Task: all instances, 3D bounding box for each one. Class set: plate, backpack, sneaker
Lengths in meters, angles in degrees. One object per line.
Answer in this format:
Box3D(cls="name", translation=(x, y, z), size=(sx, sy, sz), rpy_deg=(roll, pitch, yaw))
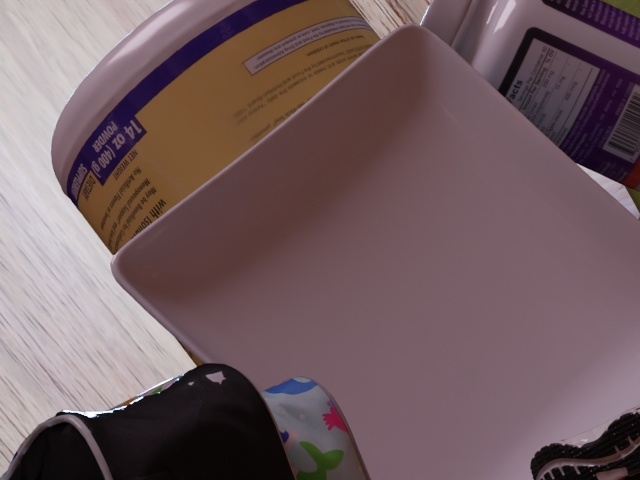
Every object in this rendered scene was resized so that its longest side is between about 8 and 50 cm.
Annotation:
Box3D(cls="plate", translation=(0.061, 0.037, 1.176), size=(0.278, 0.277, 0.045), rpy_deg=(-41, -12, -28))
Box3D(cls="backpack", translation=(-0.072, 0.192, 0.952), size=(0.191, 0.225, 0.253), rpy_deg=(-13, -19, -39))
Box3D(cls="sneaker", translation=(0.159, 0.116, 1.069), size=(0.044, 0.040, 0.109), rpy_deg=(-20, -7, -43))

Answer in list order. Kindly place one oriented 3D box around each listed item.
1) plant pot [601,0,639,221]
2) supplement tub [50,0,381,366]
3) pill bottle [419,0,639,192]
Box3D(cls="plant pot", translation=(0.294, -0.182, 1.603), size=(0.276, 0.254, 0.276), rpy_deg=(-38, 3, 3))
Box3D(cls="supplement tub", translation=(0.000, 0.000, 1.344), size=(0.241, 0.331, 0.241), rpy_deg=(-36, -13, -9))
Box3D(cls="pill bottle", translation=(0.160, -0.117, 1.342), size=(0.108, 0.193, 0.108), rpy_deg=(-155, 90, -90))
